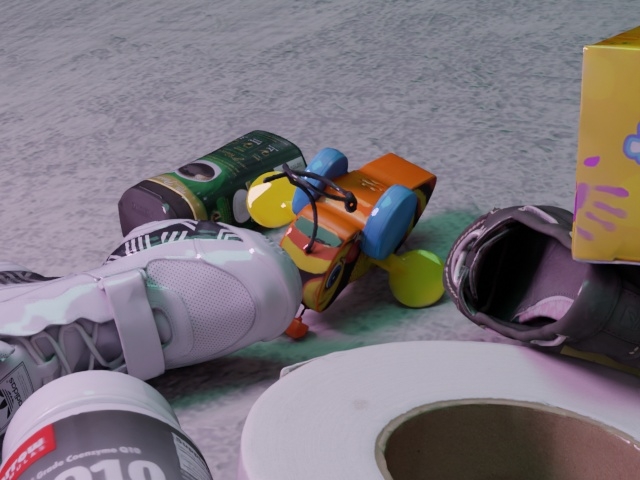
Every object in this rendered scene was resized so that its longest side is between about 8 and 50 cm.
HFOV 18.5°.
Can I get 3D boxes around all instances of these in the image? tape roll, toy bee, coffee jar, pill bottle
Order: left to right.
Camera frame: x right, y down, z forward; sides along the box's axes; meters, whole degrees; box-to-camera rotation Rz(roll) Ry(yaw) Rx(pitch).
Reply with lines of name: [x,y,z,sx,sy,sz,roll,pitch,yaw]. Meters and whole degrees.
pill bottle: [-0.142,0.211,1.335,0.161,0.161,0.283,-13,26,-8]
coffee jar: [-0.106,-0.041,1.940,0.184,0.079,0.096,-26,33,-33]
toy bee: [0.000,0.000,1.761,0.195,0.162,0.298,36,17,37]
tape roll: [0.132,0.179,1.299,0.392,0.072,0.392,6,22,-2]

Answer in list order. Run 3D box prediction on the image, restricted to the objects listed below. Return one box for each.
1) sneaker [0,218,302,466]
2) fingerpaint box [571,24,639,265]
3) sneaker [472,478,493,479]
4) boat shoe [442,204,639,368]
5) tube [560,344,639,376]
sneaker: [-0.201,0.096,1.633,0.365,0.137,0.210,-8,26,13]
fingerpaint box: [0.445,-0.075,1.408,0.444,0.163,0.371,7,14,23]
sneaker: [0.082,0.197,1.415,0.134,0.051,0.070,-17,21,-25]
boat shoe: [0.162,0.024,1.506,0.095,0.112,0.335,19,0,-24]
tube: [0.274,0.125,1.467,0.240,0.070,0.062,22,82,53]
